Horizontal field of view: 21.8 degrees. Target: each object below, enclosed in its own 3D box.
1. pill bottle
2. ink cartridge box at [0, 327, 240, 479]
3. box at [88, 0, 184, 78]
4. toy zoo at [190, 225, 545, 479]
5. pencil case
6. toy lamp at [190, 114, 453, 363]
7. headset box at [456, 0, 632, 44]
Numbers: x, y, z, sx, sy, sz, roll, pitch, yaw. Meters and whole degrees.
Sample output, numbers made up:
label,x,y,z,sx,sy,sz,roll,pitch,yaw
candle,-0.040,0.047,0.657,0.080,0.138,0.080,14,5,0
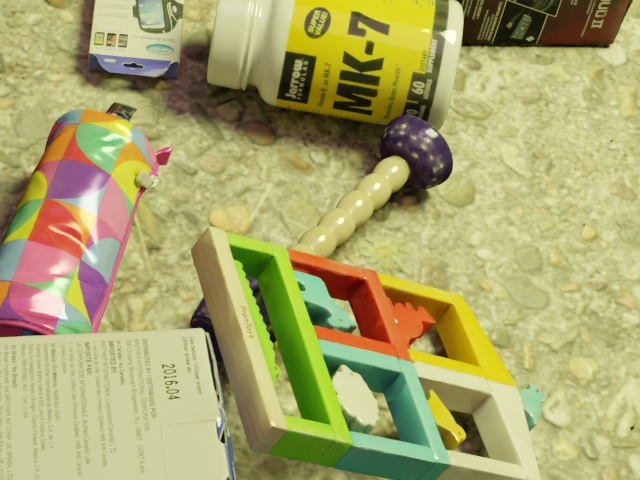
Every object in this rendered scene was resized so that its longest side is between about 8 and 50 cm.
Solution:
label,x,y,z,sx,sy,sz,roll,pitch,yaw
pill bottle,0.012,-0.167,1.444,0.209,0.119,0.119,9,53,-2
ink cartridge box,-0.191,0.200,1.087,0.396,0.151,0.270,-3,40,-9
box,-0.164,-0.195,1.493,0.081,0.028,0.136,5,56,-6
toy zoo,0.052,0.097,1.235,0.293,0.030,0.192,15,38,-35
pencil case,-0.197,0.002,1.299,0.104,0.104,0.236,16,54,2
toy lamp,0.000,0.000,1.347,0.080,0.080,0.275,36,54,17
headset box,0.160,-0.298,1.569,0.293,0.110,0.218,-1,54,-10
